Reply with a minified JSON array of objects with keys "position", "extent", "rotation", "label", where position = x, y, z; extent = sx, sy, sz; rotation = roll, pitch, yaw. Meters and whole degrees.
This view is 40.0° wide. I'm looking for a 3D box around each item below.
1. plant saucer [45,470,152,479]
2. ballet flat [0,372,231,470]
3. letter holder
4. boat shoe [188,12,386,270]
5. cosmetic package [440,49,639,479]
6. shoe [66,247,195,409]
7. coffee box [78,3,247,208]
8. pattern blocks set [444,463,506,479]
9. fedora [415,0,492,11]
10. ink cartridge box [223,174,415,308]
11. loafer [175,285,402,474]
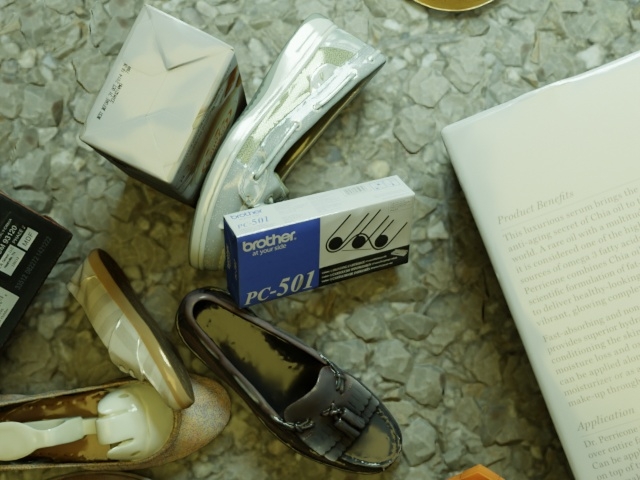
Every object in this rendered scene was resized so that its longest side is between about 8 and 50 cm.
[{"position":[-0.268,0.362,0.875],"extent":[0.310,0.310,0.050],"rotation":[-16,122,-3],"label":"plant saucer"},{"position":[-0.255,0.207,0.951],"extent":[0.316,0.106,0.108],"rotation":[-9,85,-3],"label":"ballet flat"},{"position":[-0.435,0.066,0.948],"extent":[0.152,0.214,0.302],"rotation":[34,83,-32],"label":"letter holder"},{"position":[-0.044,-0.099,0.979],"extent":[0.103,0.118,0.320],"rotation":[29,79,4],"label":"boat shoe"},{"position":[0.317,0.055,0.936],"extent":[0.230,0.161,0.453],"rotation":[-21,87,11],"label":"cosmetic package"},{"position":[-0.209,0.105,0.959],"extent":[0.058,0.076,0.219],"rotation":[-38,64,-2],"label":"shoe"},{"position":[-0.150,-0.124,0.908],"extent":[0.098,0.246,0.141],"rotation":[26,87,0],"label":"coffee box"},{"position":[0.179,0.366,0.916],"extent":[0.324,0.026,0.285],"rotation":[9,109,18],"label":"pattern blocks set"},{"position":[0.154,-0.368,1.021],"extent":[0.194,0.079,0.194],"rotation":[0,85,-2],"label":"fedora"},{"position":[0.000,0.000,0.954],"extent":[0.207,0.046,0.097],"rotation":[-14,129,-21],"label":"ink cartridge box"},{"position":[-0.036,0.159,0.966],"extent":[0.302,0.095,0.109],"rotation":[37,79,1],"label":"loafer"}]
